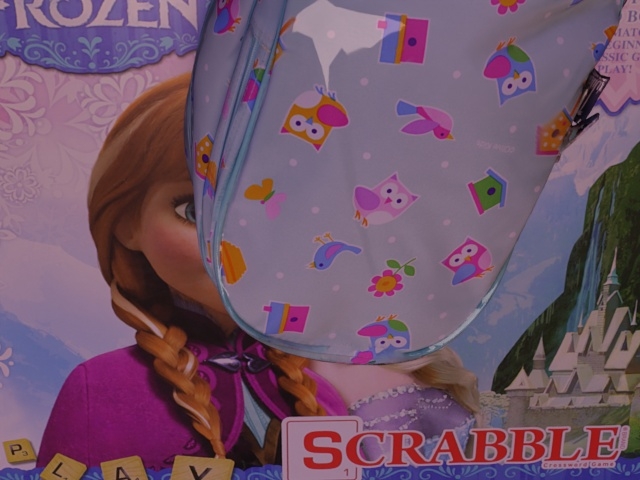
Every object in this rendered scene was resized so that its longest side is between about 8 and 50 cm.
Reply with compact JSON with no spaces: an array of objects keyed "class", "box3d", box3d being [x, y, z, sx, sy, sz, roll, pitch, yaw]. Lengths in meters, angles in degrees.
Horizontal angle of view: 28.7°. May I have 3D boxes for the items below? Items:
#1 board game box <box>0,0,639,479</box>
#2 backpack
[{"class":"board game box","box3d":[0.000,0.000,0.545,0.318,0.066,0.318,-1,118,-1]},{"class":"backpack","box3d":[0.017,-0.052,0.417,0.151,0.115,0.182,15,118,-12]}]
